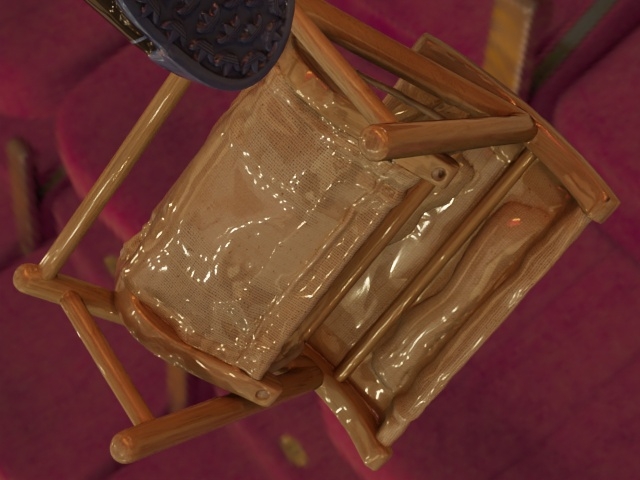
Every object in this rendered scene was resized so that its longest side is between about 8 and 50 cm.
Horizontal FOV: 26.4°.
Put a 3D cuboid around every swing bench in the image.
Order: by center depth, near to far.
[{"bbox_3d":[0.000,0.000,0.841,0.253,0.254,0.165,-51,55,22],"label":"swing bench"}]

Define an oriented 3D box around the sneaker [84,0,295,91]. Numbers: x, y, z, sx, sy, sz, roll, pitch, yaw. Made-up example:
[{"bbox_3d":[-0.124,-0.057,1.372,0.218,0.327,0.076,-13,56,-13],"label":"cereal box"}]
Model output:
[{"bbox_3d":[-0.098,-0.149,0.501,0.090,0.081,0.232,19,154,49],"label":"sneaker"}]
